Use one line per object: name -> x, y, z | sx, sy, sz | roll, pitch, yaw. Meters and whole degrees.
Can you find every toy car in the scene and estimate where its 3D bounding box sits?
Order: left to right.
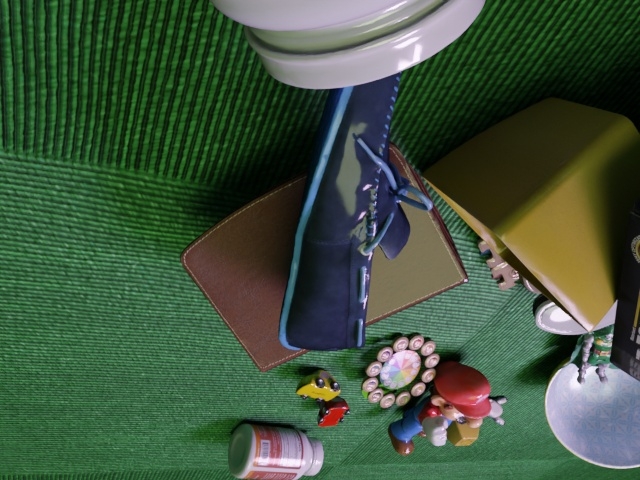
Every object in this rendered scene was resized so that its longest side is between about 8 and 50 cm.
toy car -> 0.074, 0.329, 1.111 | 0.225, 0.053, 0.239 | -17, 138, 4

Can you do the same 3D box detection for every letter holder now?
letter holder -> 0.000, 0.000, 0.665 | 0.302, 0.152, 0.214 | -27, 110, 15

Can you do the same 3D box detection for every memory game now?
memory game -> 0.172, 0.277, 1.052 | 0.186, 0.012, 0.186 | -9, 115, -20

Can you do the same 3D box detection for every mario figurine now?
mario figurine -> 0.291, 0.414, 1.157 | 0.170, 0.198, 0.320 | 23, 135, -6

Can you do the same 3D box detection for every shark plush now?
shark plush -> 0.432, 0.451, 1.334 | 0.161, 0.073, 0.067 | 14, 161, -33

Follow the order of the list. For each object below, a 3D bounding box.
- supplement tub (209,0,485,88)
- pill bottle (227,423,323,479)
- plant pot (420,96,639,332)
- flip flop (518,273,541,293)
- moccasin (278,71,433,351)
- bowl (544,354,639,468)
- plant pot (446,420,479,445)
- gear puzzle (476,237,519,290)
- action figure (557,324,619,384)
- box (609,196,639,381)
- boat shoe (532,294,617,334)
supplement tub -> -0.012, -0.280, 0.301 | 0.229, 0.228, 0.316 | -20, 137, 8
pill bottle -> -0.106, 0.521, 1.222 | 0.216, 0.121, 0.121 | 20, 129, -31
plant pot -> 0.293, -0.054, 0.627 | 0.212, 0.212, 0.187 | 39, 102, -25
flip flop -> 0.409, -0.013, 0.743 | 0.112, 0.080, 0.277 | 20, 125, -31
moccasin -> 0.037, -0.025, 0.516 | 0.117, 0.137, 0.341 | 11, 127, -3
bowl -> 0.696, 0.379, 1.219 | 0.290, 0.289, 0.156 | -34, 177, 21
plant pot -> 0.382, 0.510, 1.359 | 0.081, 0.083, 0.081 | 6, 135, -20
gear puzzle -> 0.417, -0.047, 0.803 | 0.339, 0.044, 0.175 | -29, 134, 14
action figure -> 0.585, 0.235, 1.048 | 0.137, 0.063, 0.232 | -8, 140, 13
box -> 0.512, -0.033, 0.584 | 0.395, 0.097, 0.318 | -40, 134, -11
boat shoe -> 0.533, 0.102, 0.949 | 0.303, 0.091, 0.114 | -4, 127, -10
